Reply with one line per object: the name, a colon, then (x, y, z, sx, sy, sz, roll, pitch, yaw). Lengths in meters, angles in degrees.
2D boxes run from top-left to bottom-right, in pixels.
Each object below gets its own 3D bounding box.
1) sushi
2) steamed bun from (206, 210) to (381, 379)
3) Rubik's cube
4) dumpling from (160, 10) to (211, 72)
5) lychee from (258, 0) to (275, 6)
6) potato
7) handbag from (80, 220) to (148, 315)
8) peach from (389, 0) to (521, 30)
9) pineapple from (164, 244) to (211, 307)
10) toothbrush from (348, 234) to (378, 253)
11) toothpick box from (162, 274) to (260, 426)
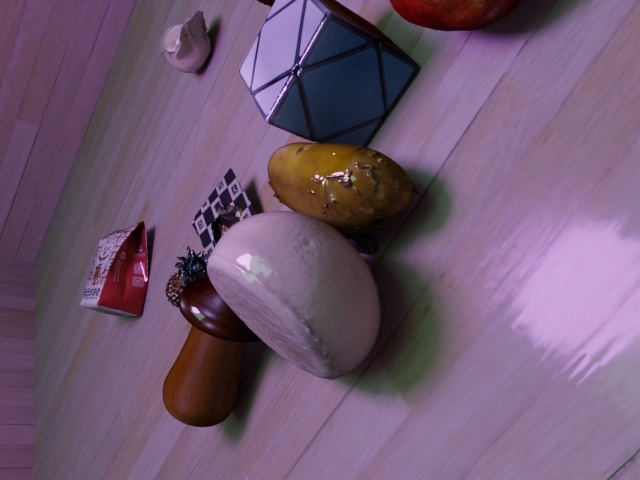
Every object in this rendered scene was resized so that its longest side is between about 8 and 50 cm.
sushi: (-0.213, -0.039, 1.276, 0.210, 0.040, 0.193, -48, 60, 32)
steamed bun: (-0.025, 0.068, 0.820, 0.177, 0.283, 0.283, -46, 30, -21)
Rubik's cube: (0.005, -0.302, 0.948, 0.205, 0.205, 0.207, -54, 42, 26)
dumpling: (-0.411, -0.625, 1.678, 0.193, 0.147, 0.258, -56, 9, 10)
lychee: (-0.104, -0.646, 1.252, 0.194, 0.194, 0.195, -24, 59, 47)
potato: (0.026, -0.085, 0.873, 0.300, 0.173, 0.140, 17, 66, 52)
handbag: (-0.628, 0.086, 1.709, 0.171, 0.151, 0.298, -8, 63, 47)
peach: (0.197, -0.395, 0.734, 0.243, 0.199, 0.244, 0, 89, 49)
pineapple: (-0.324, 0.103, 1.323, 0.103, 0.083, 0.221, 53, 139, 11)
toothbrush: (0.000, 0.000, 0.992, 0.297, 0.030, 0.030, 4, 107, 52)
toothpick box: (-0.207, 0.210, 1.062, 0.192, 0.192, 0.295, 40, 114, 52)
